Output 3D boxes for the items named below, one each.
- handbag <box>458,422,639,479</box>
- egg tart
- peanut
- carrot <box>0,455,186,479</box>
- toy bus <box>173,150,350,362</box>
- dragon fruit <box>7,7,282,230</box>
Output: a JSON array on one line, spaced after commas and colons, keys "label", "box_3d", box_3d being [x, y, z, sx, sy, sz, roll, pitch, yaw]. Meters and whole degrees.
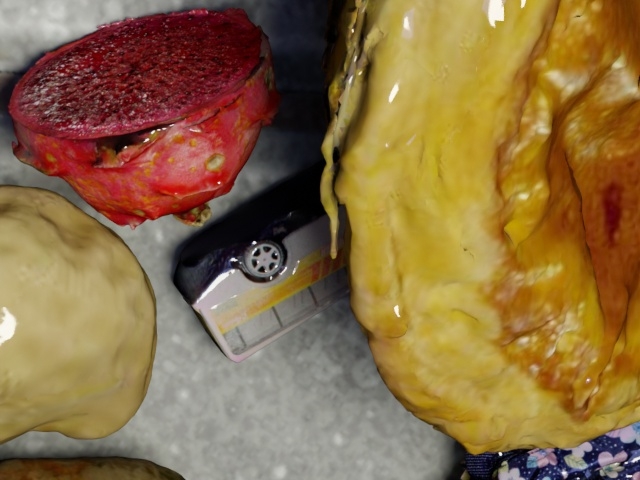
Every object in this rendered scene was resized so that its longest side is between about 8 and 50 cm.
[{"label": "handbag", "box_3d": [0.185, 0.200, 1.061, 0.207, 0.127, 0.229, -16, 110, -13]}, {"label": "egg tart", "box_3d": [0.145, -0.100, 0.921, 0.443, 0.178, 0.443, -23, 125, -37]}, {"label": "peanut", "box_3d": [-0.267, 0.022, 0.896, 0.387, 0.169, 0.192, 14, 59, -22]}, {"label": "carrot", "box_3d": [-0.210, 0.182, 0.956, 0.301, 0.139, 0.139, 2, 98, -7]}, {"label": "toy bus", "box_3d": [0.000, 0.000, 1.019, 0.172, 0.057, 0.072, -31, 114, -9]}, {"label": "dragon fruit", "box_3d": [-0.085, -0.047, 0.955, 0.153, 0.153, 0.111, -24, 121, -10]}]
